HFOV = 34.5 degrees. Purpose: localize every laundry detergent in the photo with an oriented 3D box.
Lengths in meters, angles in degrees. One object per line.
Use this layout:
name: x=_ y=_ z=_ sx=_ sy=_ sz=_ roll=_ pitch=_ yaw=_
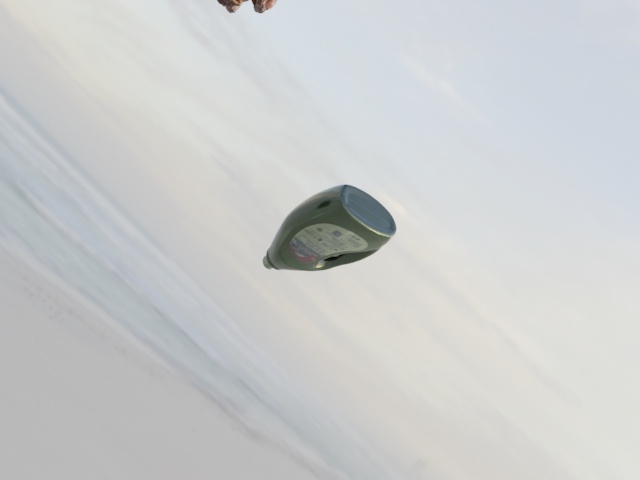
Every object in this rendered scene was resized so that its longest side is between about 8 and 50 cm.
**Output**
laundry detergent: x=0.000 y=0.000 z=1.486 sx=0.137 sy=0.063 sz=0.211 roll=28 pitch=-41 yaw=-32

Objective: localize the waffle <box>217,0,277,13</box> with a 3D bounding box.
waffle: x=-0.093 y=-0.315 z=0.994 sx=0.234 sy=0.055 sz=0.221 roll=31 pitch=-32 yaw=-32
